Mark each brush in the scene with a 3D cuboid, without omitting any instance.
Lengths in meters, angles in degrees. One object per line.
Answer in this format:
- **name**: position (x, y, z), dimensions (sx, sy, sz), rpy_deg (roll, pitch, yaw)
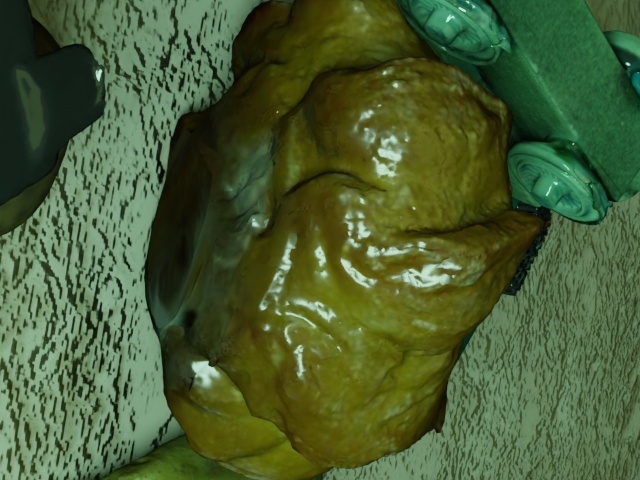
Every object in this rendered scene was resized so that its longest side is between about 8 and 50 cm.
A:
- **brush**: position (0.118, 0.040, 1.291), dimensions (0.193, 0.032, 0.043), rpy_deg (-59, 141, -31)

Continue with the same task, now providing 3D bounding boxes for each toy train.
- **toy train**: position (0.092, -0.130, 1.078), dimensions (0.120, 0.194, 0.298), rpy_deg (-52, 136, -13)

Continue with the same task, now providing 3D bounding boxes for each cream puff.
- **cream puff**: position (0.000, 0.000, 0.947), dimensions (0.155, 0.241, 0.269), rpy_deg (9, 107, -25)

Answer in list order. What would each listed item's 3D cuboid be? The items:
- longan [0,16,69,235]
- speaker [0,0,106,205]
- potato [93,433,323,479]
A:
- **longan**: position (-0.154, -0.054, 0.814), dimensions (0.113, 0.092, 0.113), rpy_deg (2, 90, -68)
- **speaker**: position (-0.232, -0.100, 0.609), dimensions (0.254, 0.184, 0.232), rpy_deg (-36, 125, -49)
- **potato**: position (-0.067, 0.152, 1.003), dimensions (0.188, 0.085, 0.105), rpy_deg (-4, 97, -50)
